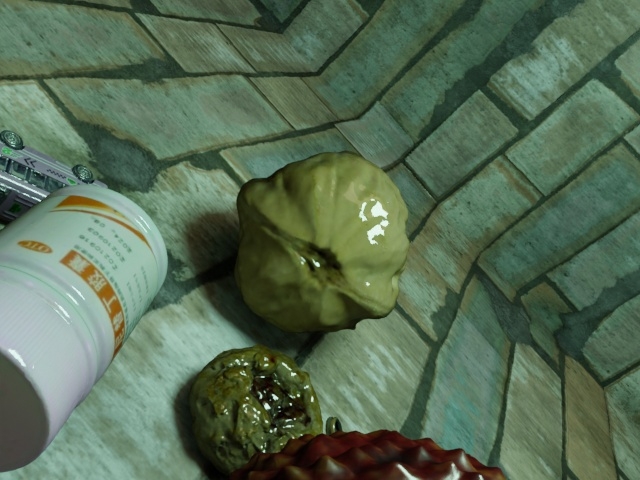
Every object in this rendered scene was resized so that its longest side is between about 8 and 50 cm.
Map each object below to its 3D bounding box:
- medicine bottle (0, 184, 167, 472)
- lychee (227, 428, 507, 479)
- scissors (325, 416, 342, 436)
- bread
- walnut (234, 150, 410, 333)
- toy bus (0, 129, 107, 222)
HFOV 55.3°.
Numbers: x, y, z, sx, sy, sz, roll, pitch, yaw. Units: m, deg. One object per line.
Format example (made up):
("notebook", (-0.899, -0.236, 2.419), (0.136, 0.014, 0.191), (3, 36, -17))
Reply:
("medicine bottle", (-0.326, 0.082, 0.713), (0.202, 0.202, 0.316), (41, 27, -13))
("lychee", (0.081, 0.415, 0.595), (0.500, 0.424, 0.424), (34, 22, 14))
("scissors", (0.046, 0.372, 0.964), (0.088, 0.017, 0.220), (-80, 153, -53))
("bread", (-0.086, 0.259, 0.924), (0.230, 0.123, 0.230), (39, 26, -23))
("walnut", (0.005, -0.003, 1.163), (0.384, 0.383, 0.383), (36, 27, -22))
("toy bus", (-0.426, -0.072, 0.907), (0.199, 0.096, 0.108), (29, 35, -40))
